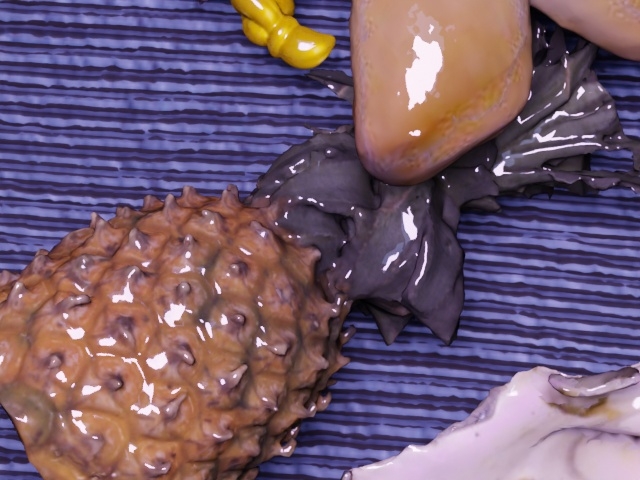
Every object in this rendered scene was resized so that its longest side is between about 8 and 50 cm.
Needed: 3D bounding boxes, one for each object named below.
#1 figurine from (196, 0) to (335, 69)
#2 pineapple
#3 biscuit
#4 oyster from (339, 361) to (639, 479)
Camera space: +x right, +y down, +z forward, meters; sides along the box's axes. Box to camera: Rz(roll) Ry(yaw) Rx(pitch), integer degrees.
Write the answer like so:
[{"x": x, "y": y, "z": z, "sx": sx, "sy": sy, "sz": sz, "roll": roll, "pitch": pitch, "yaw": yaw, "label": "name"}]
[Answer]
[{"x": 0.019, "y": -0.133, "z": 0.708, "sx": 0.156, "sy": 0.095, "sz": 0.115, "roll": -24, "pitch": 76, "yaw": 4, "label": "figurine"}, {"x": 0.000, "y": 0.000, "z": 0.678, "sx": 0.251, "sy": 0.125, "sz": 0.125, "roll": -32, "pitch": 78, "yaw": -9, "label": "pineapple"}, {"x": 0.041, "y": -0.139, "z": 0.645, "sx": 0.164, "sy": 0.047, "sz": 0.208, "roll": -27, "pitch": 89, "yaw": -23, "label": "biscuit"}, {"x": 0.100, "y": 0.096, "z": 0.675, "sx": 0.209, "sy": 0.072, "sz": 0.133, "roll": -37, "pitch": 84, "yaw": 16, "label": "oyster"}]
